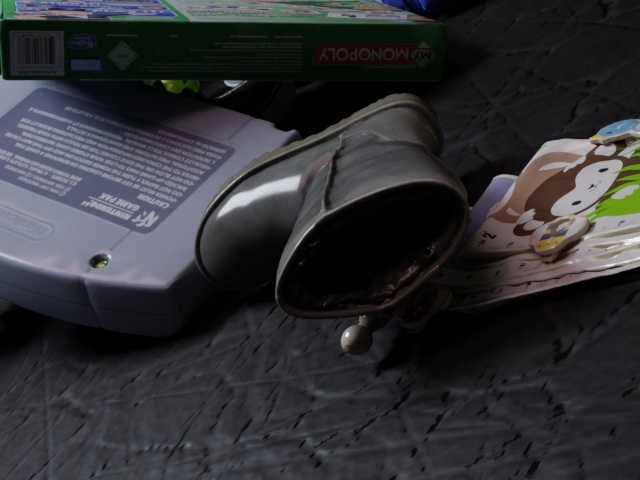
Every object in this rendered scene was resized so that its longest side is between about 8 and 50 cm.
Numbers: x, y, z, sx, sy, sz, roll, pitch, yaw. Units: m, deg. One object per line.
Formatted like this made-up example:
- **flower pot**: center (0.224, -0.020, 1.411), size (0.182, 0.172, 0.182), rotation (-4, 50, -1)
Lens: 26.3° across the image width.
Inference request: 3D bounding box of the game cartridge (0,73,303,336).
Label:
- **game cartridge**: center (-0.164, -0.035, 0.968), size (0.294, 0.060, 0.196), rotation (20, 46, 33)

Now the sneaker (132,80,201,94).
- **sneaker**: center (-0.187, -0.112, 1.241), size (0.123, 0.109, 0.295), rotation (-6, 17, 10)

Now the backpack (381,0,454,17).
- **backpack**: center (0.093, -0.243, 1.152), size (0.120, 0.098, 0.101), rotation (-21, 26, 29)

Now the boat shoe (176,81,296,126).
- **boat shoe**: center (-0.102, -0.088, 1.131), size (0.077, 0.070, 0.219), rotation (-9, 31, 50)

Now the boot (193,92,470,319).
- **boot**: center (-0.002, -0.001, 0.745), size (0.189, 0.076, 0.208), rotation (-38, 19, 16)

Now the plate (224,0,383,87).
- **plate**: center (-0.006, -0.190, 1.287), size (0.188, 0.024, 0.188), rotation (-27, 22, 12)

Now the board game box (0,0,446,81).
- **board game box**: center (-0.086, -0.160, 1.062), size (0.317, 0.046, 0.213), rotation (-1, 14, -13)

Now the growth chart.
- **growth chart**: center (0.133, -0.021, 0.685), size (0.237, 0.021, 0.172), rotation (-20, 23, 32)
